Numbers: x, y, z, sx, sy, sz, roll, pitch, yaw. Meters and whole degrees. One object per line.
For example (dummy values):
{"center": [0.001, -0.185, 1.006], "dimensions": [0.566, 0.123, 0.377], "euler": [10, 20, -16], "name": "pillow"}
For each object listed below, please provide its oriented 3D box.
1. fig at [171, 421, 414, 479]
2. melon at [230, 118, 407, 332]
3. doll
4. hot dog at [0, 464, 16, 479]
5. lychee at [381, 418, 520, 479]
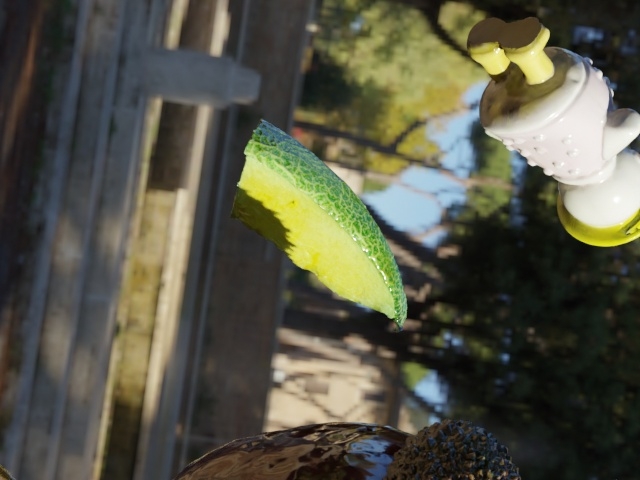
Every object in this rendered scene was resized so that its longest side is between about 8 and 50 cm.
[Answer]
{"center": [-0.001, 0.199, 0.717], "dimensions": [0.263, 0.224, 0.224], "euler": [-38, 151, -41], "name": "fig"}
{"center": [0.001, 0.000, 1.414], "dimensions": [0.114, 0.262, 0.053], "euler": [-39, -168, 23], "name": "melon"}
{"center": [0.170, -0.066, 0.938], "dimensions": [0.129, 0.207, 0.081], "euler": [7, -121, 48], "name": "doll"}
{"center": [-0.233, 0.167, 0.855], "dimensions": [0.060, 0.090, 0.140], "euler": [46, -2, 32], "name": "hot dog"}
{"center": [0.054, 0.111, 0.543], "dimensions": [0.067, 0.068, 0.083], "euler": [-39, -122, 49], "name": "lychee"}
